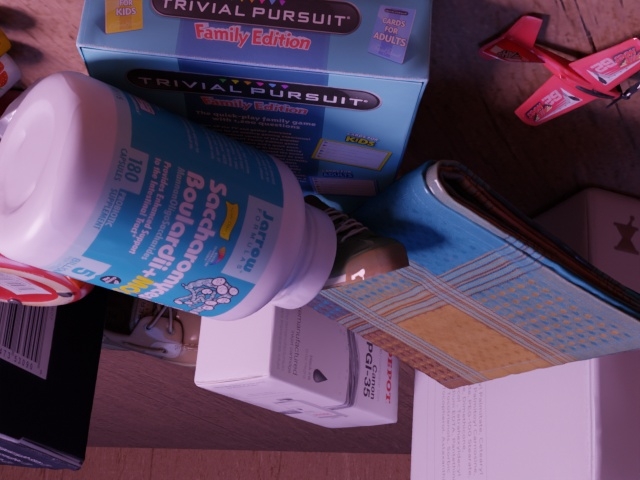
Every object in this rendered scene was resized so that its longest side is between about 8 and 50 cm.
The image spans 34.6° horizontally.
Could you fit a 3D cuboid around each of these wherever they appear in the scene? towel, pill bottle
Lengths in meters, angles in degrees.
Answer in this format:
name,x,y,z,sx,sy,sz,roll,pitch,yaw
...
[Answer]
name,x,y,z,sx,sy,sz,roll,pitch,yaw
towel,0.124,0.051,1.014,0.271,0.040,0.370,32,155,-13
pill bottle,-0.114,-0.022,0.814,0.264,0.146,0.146,20,156,-36

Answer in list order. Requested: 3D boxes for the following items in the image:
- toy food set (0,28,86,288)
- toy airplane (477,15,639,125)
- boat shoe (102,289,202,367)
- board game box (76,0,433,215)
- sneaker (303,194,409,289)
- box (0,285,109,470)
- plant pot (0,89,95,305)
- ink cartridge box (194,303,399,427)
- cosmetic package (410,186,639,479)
name,x,y,z,sx,sy,sz,roll,pitch,yaw
toy food set,-0.255,-0.073,0.886,0.232,0.104,0.111,50,161,-27
toy airplane,0.190,-0.138,0.823,0.151,0.028,0.151,4,159,2
boat shoe,-0.235,0.114,1.496,0.341,0.121,0.110,-1,160,19
board game box,-0.052,-0.106,0.898,0.254,0.079,0.336,6,160,-1
sneaker,0.000,0.000,0.929,0.064,0.086,0.192,-16,180,-34
box,-0.585,0.096,1.272,0.472,0.297,0.480,-2,159,14
plant pot,-0.302,-0.034,1.029,0.191,0.174,0.191,7,161,2
ink cartridge box,-0.016,0.108,1.297,0.117,0.207,0.283,-11,155,34
cosmetic package,0.337,0.177,1.224,0.329,0.327,0.394,12,158,-19
